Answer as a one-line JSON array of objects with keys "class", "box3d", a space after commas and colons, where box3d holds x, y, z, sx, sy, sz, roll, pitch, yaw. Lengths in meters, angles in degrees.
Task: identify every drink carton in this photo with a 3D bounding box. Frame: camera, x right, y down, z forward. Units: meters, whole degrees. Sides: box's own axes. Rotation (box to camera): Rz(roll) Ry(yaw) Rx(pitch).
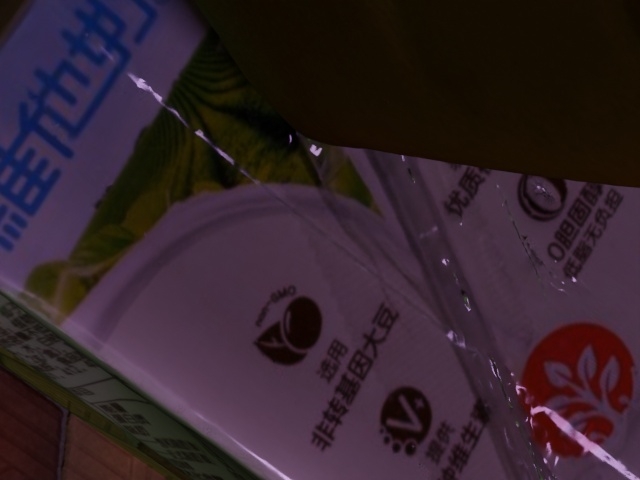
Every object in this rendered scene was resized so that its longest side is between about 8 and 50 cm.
[{"class": "drink carton", "box3d": [0.000, 0.000, 0.711, 0.324, 0.194, 0.132, 39, 163, -27]}]

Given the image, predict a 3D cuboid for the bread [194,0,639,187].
[{"class": "bread", "box3d": [0.081, -0.077, 0.461, 0.361, 0.077, 0.138, 13, 143, 52]}]
